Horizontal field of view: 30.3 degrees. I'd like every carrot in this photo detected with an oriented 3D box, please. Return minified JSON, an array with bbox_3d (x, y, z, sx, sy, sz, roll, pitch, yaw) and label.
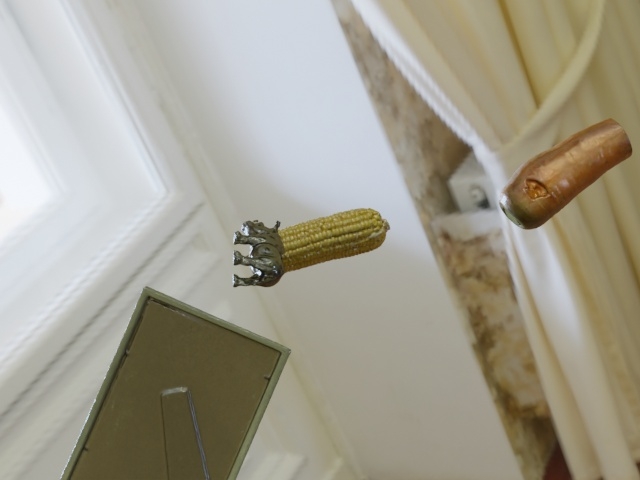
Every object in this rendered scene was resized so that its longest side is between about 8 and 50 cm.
[{"bbox_3d":[0.333,-0.095,1.631,0.193,0.087,0.087,-40,27,-2],"label":"carrot"}]

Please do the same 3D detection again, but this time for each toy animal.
[{"bbox_3d":[-0.075,0.011,1.440,0.065,0.047,0.136,1,27,-5],"label":"toy animal"}]

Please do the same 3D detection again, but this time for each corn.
[{"bbox_3d":[0.000,0.000,1.933,0.238,0.080,0.080,-13,24,-13],"label":"corn"}]

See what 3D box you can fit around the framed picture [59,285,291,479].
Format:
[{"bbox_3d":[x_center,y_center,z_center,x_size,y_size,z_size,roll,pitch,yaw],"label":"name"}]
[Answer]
[{"bbox_3d":[-0.212,0.258,1.717,0.020,0.240,0.324,161,131,-87],"label":"framed picture"}]
